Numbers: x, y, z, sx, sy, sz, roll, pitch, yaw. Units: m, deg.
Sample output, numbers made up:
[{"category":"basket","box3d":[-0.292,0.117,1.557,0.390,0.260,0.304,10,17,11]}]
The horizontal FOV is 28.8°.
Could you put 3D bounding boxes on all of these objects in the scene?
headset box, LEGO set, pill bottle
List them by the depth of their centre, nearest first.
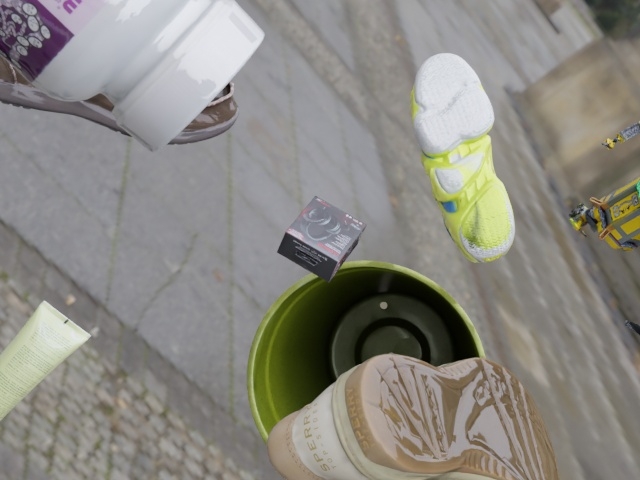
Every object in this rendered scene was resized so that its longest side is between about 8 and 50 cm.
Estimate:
[{"category":"pill bottle","box3d":[-0.190,-0.209,0.895,0.301,0.169,0.169,42,19,-13]},{"category":"headset box","box3d":[0.000,0.000,1.244,0.062,0.032,0.083,30,38,8]},{"category":"LEGO set","box3d":[0.394,-0.012,1.407,0.255,0.192,0.331,41,49,-11]}]

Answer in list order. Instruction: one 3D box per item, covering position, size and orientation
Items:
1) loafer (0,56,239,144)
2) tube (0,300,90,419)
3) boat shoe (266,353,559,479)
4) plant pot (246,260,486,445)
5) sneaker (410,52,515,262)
[{"category":"loafer","box3d":[-0.261,-0.215,1.538,0.366,0.130,0.134,8,28,-27]},{"category":"tube","box3d":[-0.445,0.198,1.794,0.062,0.240,0.070,45,3,18]},{"category":"boat shoe","box3d":[0.088,0.164,1.020,0.341,0.110,0.121,23,47,-51]},{"category":"plant pot","box3d":[0.098,0.210,2.040,0.366,0.366,0.353,55,9,5]},{"category":"sneaker","box3d":[0.152,-0.085,1.408,0.126,0.091,0.240,98,-18,-79]}]
